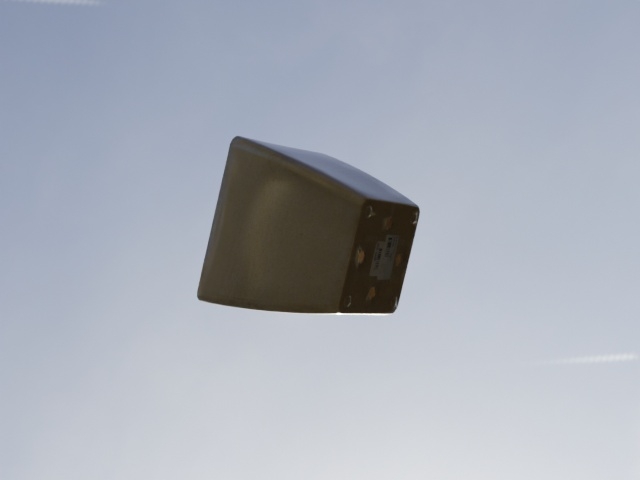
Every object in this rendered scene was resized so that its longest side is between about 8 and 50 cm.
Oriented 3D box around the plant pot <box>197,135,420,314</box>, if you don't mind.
[{"bbox_3d":[0.000,0.000,0.785,0.109,0.096,0.109,6,-81,-55],"label":"plant pot"}]
